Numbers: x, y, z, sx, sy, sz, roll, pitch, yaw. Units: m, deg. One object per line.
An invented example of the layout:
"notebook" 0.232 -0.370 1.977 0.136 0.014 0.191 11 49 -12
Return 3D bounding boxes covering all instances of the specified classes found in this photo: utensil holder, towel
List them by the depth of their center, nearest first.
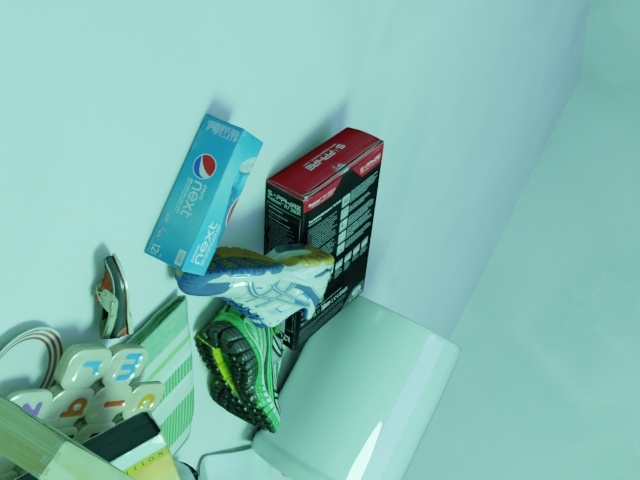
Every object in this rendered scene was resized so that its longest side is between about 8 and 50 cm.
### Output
"towel" -0.276 0.269 1.305 0.248 0.038 0.324 -47 151 -42
"utensil holder" 0.079 0.333 1.821 0.385 0.328 0.327 -64 159 -5

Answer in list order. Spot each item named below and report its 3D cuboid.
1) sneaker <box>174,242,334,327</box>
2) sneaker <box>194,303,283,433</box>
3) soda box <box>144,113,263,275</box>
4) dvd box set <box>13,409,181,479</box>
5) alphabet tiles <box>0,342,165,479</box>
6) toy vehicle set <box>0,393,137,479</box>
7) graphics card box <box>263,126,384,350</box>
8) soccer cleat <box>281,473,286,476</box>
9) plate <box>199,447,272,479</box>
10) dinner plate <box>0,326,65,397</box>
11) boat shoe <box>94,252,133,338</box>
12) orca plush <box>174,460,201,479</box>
"sneaker" -0.097 0.082 1.329 0.297 0.112 0.130 0 110 -43
"sneaker" -0.111 0.222 1.516 0.146 0.134 0.343 -53 155 -33
"soda box" -0.159 -0.061 1.186 0.210 0.067 0.071 -65 159 0
"dvd box set" -0.291 0.455 1.111 0.308 0.062 0.420 -26 125 -23
"alphabet tiles" -0.327 0.259 1.112 0.278 0.021 0.284 10 108 -59
"toy vehicle set" -0.305 0.153 0.779 0.035 0.267 0.166 -58 159 -18
"graphics card box" 0.000 0.000 1.574 0.233 0.094 0.370 -39 146 -38
"soccer cleat" -0.045 0.436 2.014 0.095 0.083 0.247 -150 -105 -77
"plate" -0.155 0.562 1.713 0.278 0.045 0.277 22 50 -67
"dinner plate" -0.358 0.165 1.015 0.141 0.017 0.141 -51 156 -34
"boat shoe" -0.269 0.075 1.101 0.043 0.049 0.137 -11 133 -18
"orca plush" -0.204 0.495 1.416 0.102 0.287 0.151 33 99 -27
